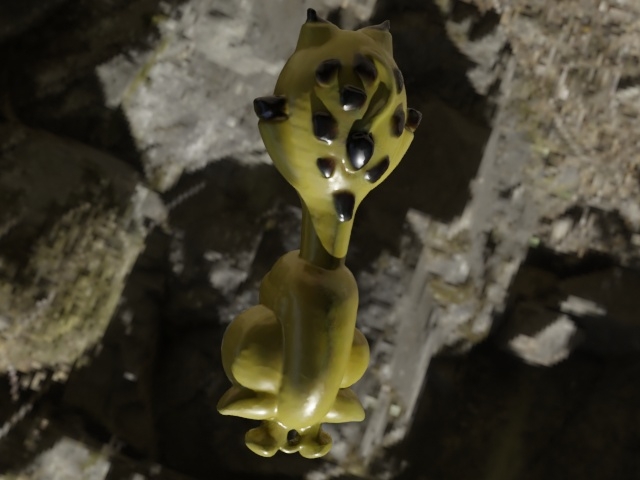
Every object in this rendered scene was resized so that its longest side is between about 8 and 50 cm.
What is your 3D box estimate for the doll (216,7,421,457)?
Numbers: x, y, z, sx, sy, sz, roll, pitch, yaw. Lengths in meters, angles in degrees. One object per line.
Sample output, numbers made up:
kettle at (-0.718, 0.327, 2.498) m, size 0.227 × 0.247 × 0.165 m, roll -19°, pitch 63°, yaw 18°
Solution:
doll at (0.000, 0.000, 0.836) m, size 0.117 × 0.291 × 0.086 m, roll 5°, pitch -170°, yaw -21°
